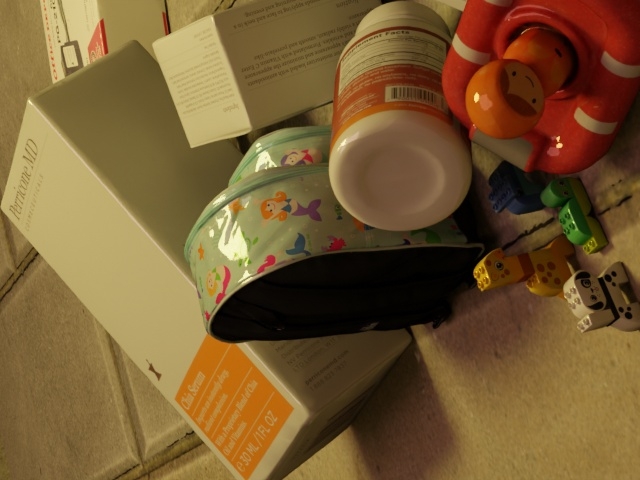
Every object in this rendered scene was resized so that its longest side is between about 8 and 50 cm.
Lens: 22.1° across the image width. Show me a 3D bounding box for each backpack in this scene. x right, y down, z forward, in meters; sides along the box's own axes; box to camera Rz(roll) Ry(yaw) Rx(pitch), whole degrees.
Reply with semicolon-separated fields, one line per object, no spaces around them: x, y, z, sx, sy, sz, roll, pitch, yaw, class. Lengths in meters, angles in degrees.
0.000;0.000;1.552;0.191;0.253;0.225;69;154;18;backpack

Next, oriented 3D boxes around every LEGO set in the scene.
0.173;-0.008;1.375;0.227;0.093;0.087;69;153;19;LEGO set

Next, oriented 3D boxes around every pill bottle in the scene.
0.071;-0.116;1.436;0.216;0.121;0.121;-85;4;-52;pill bottle

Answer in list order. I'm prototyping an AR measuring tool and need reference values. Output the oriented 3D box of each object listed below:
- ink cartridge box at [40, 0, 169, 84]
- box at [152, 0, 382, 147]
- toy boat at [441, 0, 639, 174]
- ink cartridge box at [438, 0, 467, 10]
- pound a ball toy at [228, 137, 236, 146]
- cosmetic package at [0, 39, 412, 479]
-0.294;-0.290;2.218;0.237;0.100;0.172;8;107;63;ink cartridge box
-0.044;-0.181;1.635;0.182;0.181;0.119;-7;104;65;box
0.161;-0.132;1.239;0.151;0.151;0.231;31;138;12;toy boat
0.111;-0.303;1.311;0.153;0.087;0.208;24;131;16;ink cartridge box
-0.255;-0.090;2.073;0.319;0.208;0.136;149;123;-63;pound a ball toy
-0.135;0.032;1.785;0.453;0.161;0.230;47;146;13;cosmetic package
